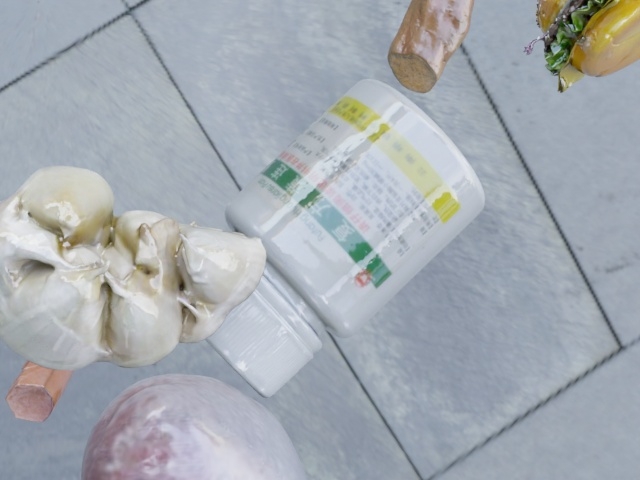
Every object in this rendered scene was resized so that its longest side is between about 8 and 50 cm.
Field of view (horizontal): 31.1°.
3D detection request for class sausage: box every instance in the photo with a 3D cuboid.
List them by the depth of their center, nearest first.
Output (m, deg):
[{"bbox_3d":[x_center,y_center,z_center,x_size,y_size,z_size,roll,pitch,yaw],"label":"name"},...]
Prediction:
[{"bbox_3d":[-0.344,0.160,1.454,0.065,0.169,0.065,2,116,4],"label":"sausage"}]

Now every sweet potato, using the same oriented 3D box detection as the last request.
[{"bbox_3d":[0.180,-0.339,1.690,0.097,0.097,0.251,23,98,-17],"label":"sweet potato"}]

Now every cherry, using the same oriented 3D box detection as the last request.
[{"bbox_3d":[-0.166,0.325,1.533,0.291,0.326,0.334,-14,103,25],"label":"cherry"}]

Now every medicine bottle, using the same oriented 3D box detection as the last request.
[{"bbox_3d":[0.000,0.000,1.303,0.340,0.208,0.208,-43,108,-7],"label":"medicine bottle"}]

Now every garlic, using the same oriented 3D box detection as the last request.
[{"bbox_3d":[-0.200,0.038,1.058,0.281,0.203,0.184,22,84,-17],"label":"garlic"}]

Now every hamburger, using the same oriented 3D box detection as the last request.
[{"bbox_3d":[0.275,-0.225,1.061,0.190,0.164,0.093,-19,68,-32],"label":"hamburger"}]
